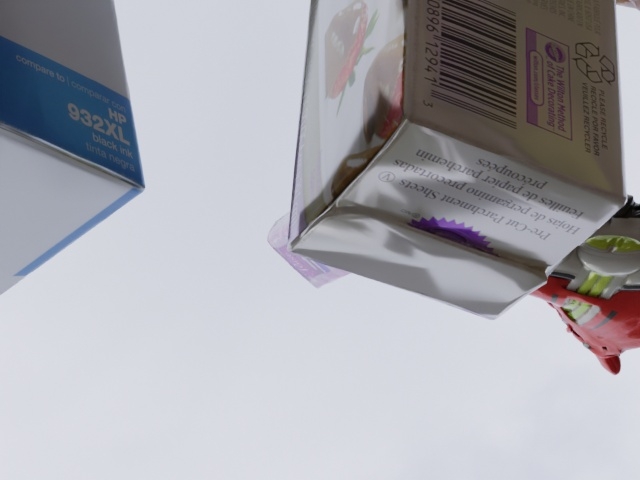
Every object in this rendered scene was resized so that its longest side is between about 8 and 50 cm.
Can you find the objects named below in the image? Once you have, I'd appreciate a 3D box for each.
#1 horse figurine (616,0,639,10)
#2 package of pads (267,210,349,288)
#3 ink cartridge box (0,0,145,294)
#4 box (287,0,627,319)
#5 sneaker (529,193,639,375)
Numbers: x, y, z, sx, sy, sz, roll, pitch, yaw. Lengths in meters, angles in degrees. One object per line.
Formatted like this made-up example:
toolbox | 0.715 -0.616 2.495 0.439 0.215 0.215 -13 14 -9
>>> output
horse figurine | 0.258 -0.205 1.096 0.066 0.263 0.174 21 -146 -16
package of pads | 0.000 0.000 1.003 0.050 0.083 0.032 44 -107 -6
ink cartridge box | -0.253 -0.123 1.095 0.223 0.129 0.307 -34 -127 30
box | 0.042 -0.129 0.488 0.067 0.063 0.324 20 -129 -21
sneaker | 0.177 0.034 1.106 0.279 0.118 0.107 9 -146 28
